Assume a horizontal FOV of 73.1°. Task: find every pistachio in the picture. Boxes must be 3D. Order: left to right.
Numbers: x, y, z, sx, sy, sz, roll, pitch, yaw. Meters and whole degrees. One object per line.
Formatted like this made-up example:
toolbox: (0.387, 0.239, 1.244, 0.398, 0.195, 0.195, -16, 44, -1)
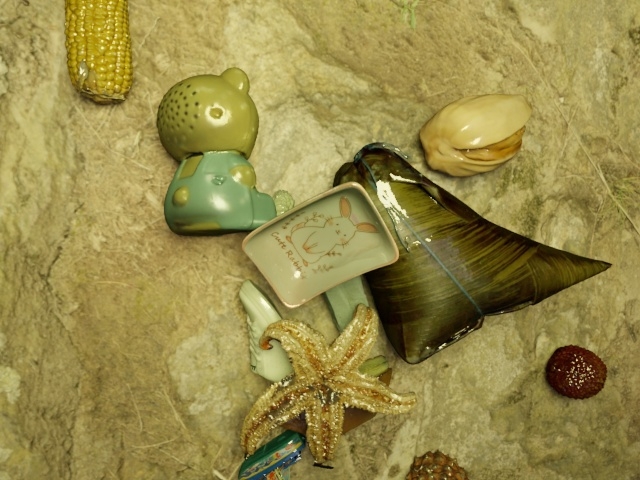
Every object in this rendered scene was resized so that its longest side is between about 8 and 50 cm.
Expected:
pistachio: (0.307, -0.209, 0.842, 0.229, 0.157, 0.157, -19, 102, -15)

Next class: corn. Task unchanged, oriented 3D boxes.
corn: (-0.355, -0.370, 0.684, 0.106, 0.106, 0.293, -2, 97, -13)

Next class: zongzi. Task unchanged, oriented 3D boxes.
zongzi: (0.268, -0.033, 0.790, 0.432, 0.208, 0.403, -22, 101, 8)

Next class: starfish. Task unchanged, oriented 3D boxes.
starfish: (0.015, 0.266, 0.768, 0.312, 0.113, 0.303, 1, 91, -13)

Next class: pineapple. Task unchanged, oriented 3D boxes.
pineapple: (0.261, 0.548, 0.912, 0.166, 0.193, 0.166, -1, 97, -9)

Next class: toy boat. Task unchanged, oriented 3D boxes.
toy boat: (-0.092, 0.470, 0.872, 0.175, 0.091, 0.110, -30, 87, -2)

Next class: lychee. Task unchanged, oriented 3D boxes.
lychee: (0.586, 0.298, 0.985, 0.129, 0.123, 0.123, -7, 100, 1)

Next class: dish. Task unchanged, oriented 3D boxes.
dish: (0.000, 0.000, 0.694, 0.212, 0.077, 0.151, -27, 112, 15)

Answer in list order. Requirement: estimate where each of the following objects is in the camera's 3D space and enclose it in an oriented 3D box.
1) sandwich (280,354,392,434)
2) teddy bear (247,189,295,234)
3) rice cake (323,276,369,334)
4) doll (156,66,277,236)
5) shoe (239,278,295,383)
sandwich: (0.039, 0.329, 0.880, 0.258, 0.094, 0.096, -22, 98, -7)
teddy bear: (-0.058, 0.014, 0.802, 0.133, 0.111, 0.213, -31, 102, -3)
rice cake: (0.047, 0.106, 0.836, 0.085, 0.040, 0.226, -26, 126, -8)
doll: (-0.181, -0.140, 0.714, 0.177, 0.161, 0.260, -5, 87, 32)
shoe: (-0.100, 0.204, 0.830, 0.110, 0.095, 0.265, -35, 106, -5)
